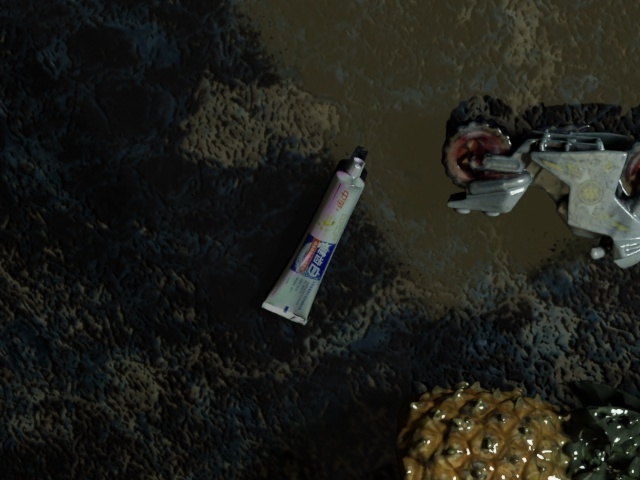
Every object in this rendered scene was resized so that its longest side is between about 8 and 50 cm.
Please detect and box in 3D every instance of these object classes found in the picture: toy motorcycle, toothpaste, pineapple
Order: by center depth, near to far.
[{"bbox_3d":[0.210,-0.042,1.653,0.215,0.080,0.122,6,109,10],"label":"toy motorcycle"},{"bbox_3d":[0.251,0.182,1.689,0.365,0.165,0.165,-9,109,8],"label":"pineapple"},{"bbox_3d":[0.000,0.000,1.718,0.045,0.028,0.170,22,114,-9],"label":"toothpaste"}]
